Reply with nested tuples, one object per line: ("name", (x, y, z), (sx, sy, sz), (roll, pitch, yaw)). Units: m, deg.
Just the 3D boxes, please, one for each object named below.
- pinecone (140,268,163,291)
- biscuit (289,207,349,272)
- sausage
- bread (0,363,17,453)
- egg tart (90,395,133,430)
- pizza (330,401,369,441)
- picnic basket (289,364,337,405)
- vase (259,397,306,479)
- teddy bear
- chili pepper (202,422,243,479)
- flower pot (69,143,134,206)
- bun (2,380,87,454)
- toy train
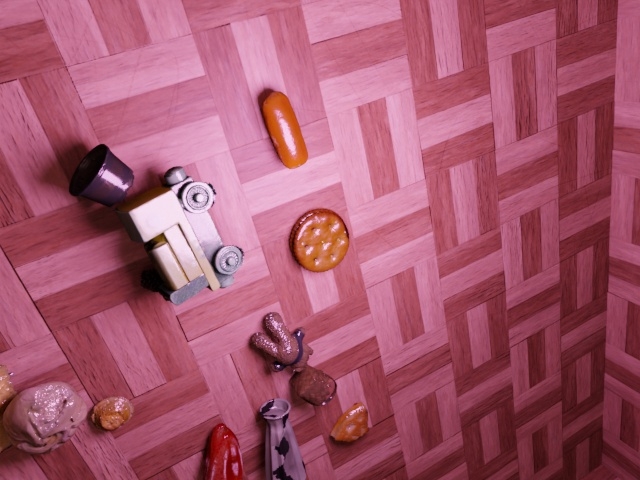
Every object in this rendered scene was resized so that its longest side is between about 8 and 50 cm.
("pinecone", (-0.498, 0.117, 1.440), (0.083, 0.077, 0.077), (22, 98, -21))
("biscuit", (0.000, 0.000, 1.640), (0.220, 0.066, 0.221), (-9, 112, -24))
("sausage", (-0.110, -0.331, 1.452), (0.098, 0.098, 0.238), (-28, 120, -14))
("bread", (-0.954, 0.495, 1.341), (0.141, 0.178, 0.266), (-3, 110, 9))
("egg tart", (-0.665, 0.559, 1.533), (0.128, 0.049, 0.129), (-8, 110, -24))
("pizza", (0.144, 0.762, 1.998), (0.161, 0.062, 0.182), (36, 86, -24))
("picnic basket", (-0.012, 0.553, 1.794), (0.128, 0.138, 0.178), (-47, 119, 0))
("vase", (-0.147, 0.781, 1.813), (0.165, 0.165, 0.360), (-13, 109, -21))
("teddy bear", (-0.123, 0.379, 1.682), (0.182, 0.129, 0.251), (-49, 121, 0))
("chili pepper", (-0.346, 0.780, 1.740), (0.144, 0.136, 0.253), (7, 98, 0))
("flower pot", (-0.569, -0.161, 1.266), (0.157, 0.157, 0.107), (-52, 135, -1))
("bun", (-0.794, 0.524, 1.397), (0.210, 0.116, 0.237), (-30, 132, -31))
("toy train", (-0.391, -0.001, 1.371), (0.253, 0.160, 0.397), (-36, 120, -29))
